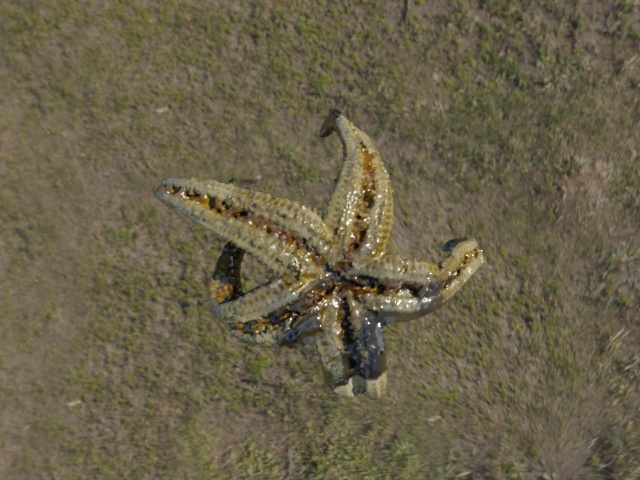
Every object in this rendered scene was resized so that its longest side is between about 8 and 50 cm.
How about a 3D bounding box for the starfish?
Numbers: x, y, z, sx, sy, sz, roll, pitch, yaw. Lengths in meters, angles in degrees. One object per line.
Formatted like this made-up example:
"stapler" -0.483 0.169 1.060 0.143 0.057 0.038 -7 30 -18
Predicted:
"starfish" -0.001 -0.001 0.393 0.190 0.074 0.146 31 90 -9
